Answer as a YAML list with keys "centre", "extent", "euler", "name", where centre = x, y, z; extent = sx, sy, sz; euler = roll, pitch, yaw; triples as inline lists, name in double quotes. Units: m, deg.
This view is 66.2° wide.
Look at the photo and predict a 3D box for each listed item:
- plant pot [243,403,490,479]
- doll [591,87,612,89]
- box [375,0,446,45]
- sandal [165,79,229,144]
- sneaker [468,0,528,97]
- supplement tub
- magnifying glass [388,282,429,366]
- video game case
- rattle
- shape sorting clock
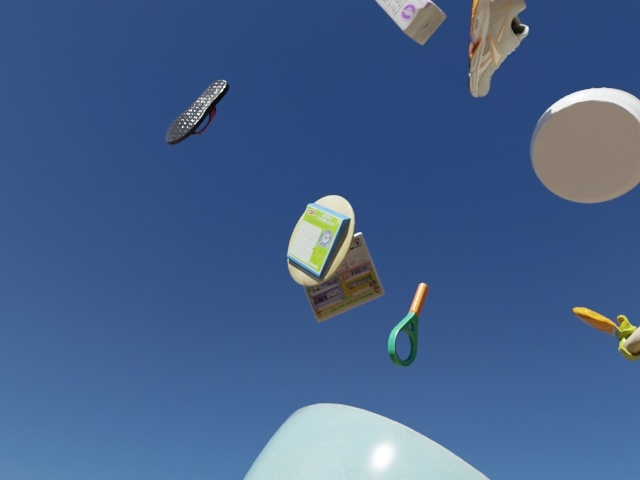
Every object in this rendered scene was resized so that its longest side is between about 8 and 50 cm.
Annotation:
- centre: [0.018, 0.291, 0.323]
  extent: [0.290, 0.195, 0.291]
  euler: [24, -48, 30]
  name: "plant pot"
- centre: [0.715, -0.299, 1.286]
  extent: [0.046, 0.129, 0.189]
  euler: [8, -75, -12]
  name: "doll"
- centre: [0.108, -0.487, 0.903]
  extent: [0.063, 0.324, 0.067]
  euler: [6, -43, -49]
  name: "box"
- centre: [-0.236, -0.248, 0.977]
  extent: [0.067, 0.179, 0.040]
  euler: [18, -28, 33]
  name: "sandal"
- centre: [0.392, -0.426, 1.087]
  extent: [0.120, 0.100, 0.263]
  euler: [3, -31, 15]
  name: "sneaker"
- centre: [0.613, -0.217, 1.106]
  extent: [0.240, 0.331, 0.241]
  euler: [10, -70, 30]
  name: "supplement tub"
- centre: [0.226, 0.206, 1.221]
  extent: [0.026, 0.231, 0.092]
  euler: [-15, -52, 45]
  name: "magnifying glass"
- centre: [0.053, 0.105, 1.399]
  extent: [0.212, 0.023, 0.194]
  euler: [-22, -85, -7]
  name: "video game case"
- centre: [0.610, 0.117, 0.918]
  extent: [0.130, 0.143, 0.200]
  euler: [17, -64, -32]
  name: "rattle"
- centre: [0.000, 0.000, 1.055]
  extent: [0.040, 0.207, 0.206]
  euler: [20, -40, -36]
  name: "shape sorting clock"
